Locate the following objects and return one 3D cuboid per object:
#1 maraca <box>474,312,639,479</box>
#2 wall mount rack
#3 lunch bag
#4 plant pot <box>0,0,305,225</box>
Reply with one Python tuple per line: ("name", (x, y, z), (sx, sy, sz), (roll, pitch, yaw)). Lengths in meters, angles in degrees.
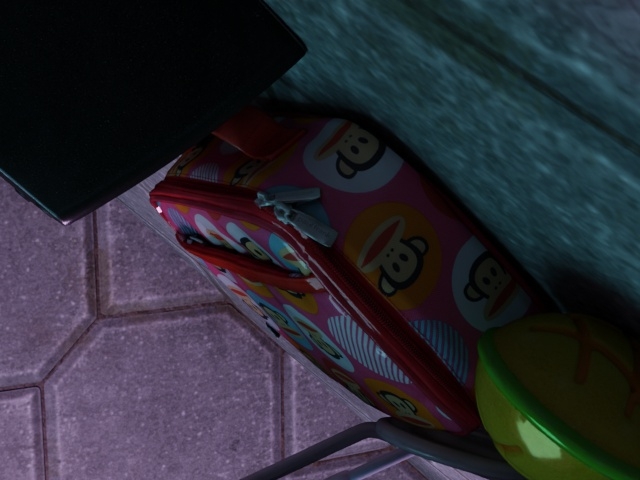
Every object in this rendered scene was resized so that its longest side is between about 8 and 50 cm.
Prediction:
("maraca", (0.162, 0.101, 0.658), (0.185, 0.099, 0.127), (22, -155, -40))
("wall mount rack", (0.091, 0.199, 0.905), (0.304, 0.130, 0.350), (14, 178, 30))
("lunch bag", (0.000, 0.000, 0.788), (0.258, 0.120, 0.293), (47, 166, -21))
("plant pot", (-0.154, -0.115, 0.672), (0.188, 0.167, 0.187), (43, 171, -22))
